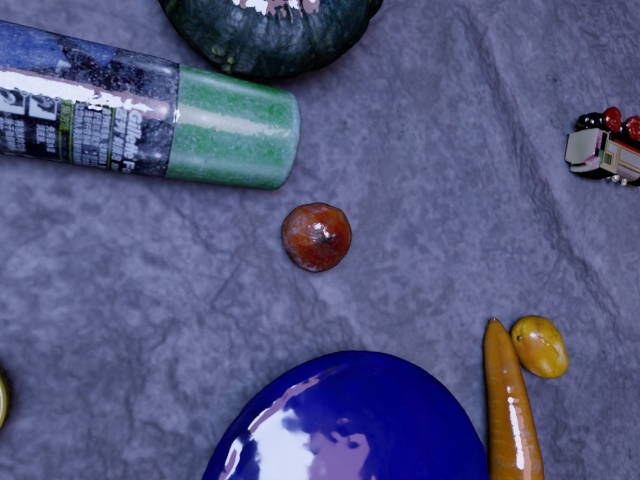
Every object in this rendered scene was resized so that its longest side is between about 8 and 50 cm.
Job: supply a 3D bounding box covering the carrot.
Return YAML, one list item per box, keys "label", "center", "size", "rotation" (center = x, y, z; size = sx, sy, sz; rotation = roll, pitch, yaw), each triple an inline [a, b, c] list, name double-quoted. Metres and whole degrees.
- label: "carrot"
  center: [0.197, 0.218, 0.512]
  size: [0.062, 0.066, 0.270]
  rotation: [1, 86, 17]

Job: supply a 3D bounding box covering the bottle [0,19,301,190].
- label: "bottle"
  center: [-0.181, -0.101, 0.367]
  size: [0.330, 0.093, 0.093]
  rotation: [7, 82, -23]

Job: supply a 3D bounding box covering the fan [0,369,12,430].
- label: "fan"
  center: [-0.288, 0.092, 0.333]
  size: [0.155, 0.039, 0.082]
  rotation: [37, 73, -14]

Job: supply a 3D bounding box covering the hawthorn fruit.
- label: "hawthorn fruit"
  center: [0.000, 0.000, 0.432]
  size: [0.067, 0.103, 0.066]
  rotation: [-1, 100, -8]

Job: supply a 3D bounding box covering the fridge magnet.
- label: "fridge magnet"
  center: [0.025, 0.225, 0.414]
  size: [0.266, 0.113, 0.265]
  rotation: [3, 84, -24]

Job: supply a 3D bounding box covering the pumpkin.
- label: "pumpkin"
  center: [-0.042, -0.241, 0.407]
  size: [0.212, 0.152, 0.211]
  rotation: [1, 86, -18]

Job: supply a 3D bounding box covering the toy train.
- label: "toy train"
  center: [0.376, -0.113, 0.631]
  size: [0.138, 0.050, 0.086]
  rotation: [14, 85, -23]

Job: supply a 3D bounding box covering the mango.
- label: "mango"
  center: [0.249, 0.121, 0.555]
  size: [0.089, 0.046, 0.060]
  rotation: [40, 71, -19]
